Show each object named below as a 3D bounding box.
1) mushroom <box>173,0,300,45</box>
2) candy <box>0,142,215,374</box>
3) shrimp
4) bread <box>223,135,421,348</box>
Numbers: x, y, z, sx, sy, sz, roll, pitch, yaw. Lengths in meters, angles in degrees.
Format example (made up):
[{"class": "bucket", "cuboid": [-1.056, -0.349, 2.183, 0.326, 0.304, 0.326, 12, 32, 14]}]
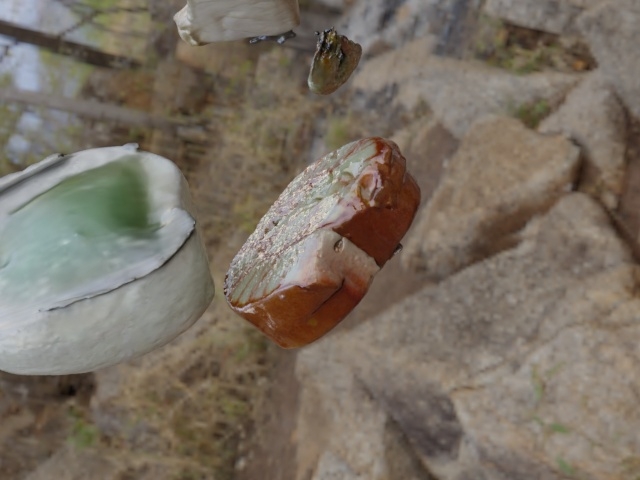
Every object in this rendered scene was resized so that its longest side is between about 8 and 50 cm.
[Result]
[{"class": "mushroom", "cuboid": [-0.179, -0.484, 1.965, 0.397, 0.224, 0.313, 13, -113, -82]}, {"class": "candy", "cuboid": [-0.358, 0.043, 1.797, 0.386, 0.427, 0.186, 52, 154, 41]}, {"class": "shrimp", "cuboid": [0.020, -0.274, 1.870, 0.101, 0.042, 0.190, -40, -16, -8]}, {"class": "bread", "cuboid": [0.000, -0.002, 1.796, 0.295, 0.114, 0.327, -15, 38, 58]}]
